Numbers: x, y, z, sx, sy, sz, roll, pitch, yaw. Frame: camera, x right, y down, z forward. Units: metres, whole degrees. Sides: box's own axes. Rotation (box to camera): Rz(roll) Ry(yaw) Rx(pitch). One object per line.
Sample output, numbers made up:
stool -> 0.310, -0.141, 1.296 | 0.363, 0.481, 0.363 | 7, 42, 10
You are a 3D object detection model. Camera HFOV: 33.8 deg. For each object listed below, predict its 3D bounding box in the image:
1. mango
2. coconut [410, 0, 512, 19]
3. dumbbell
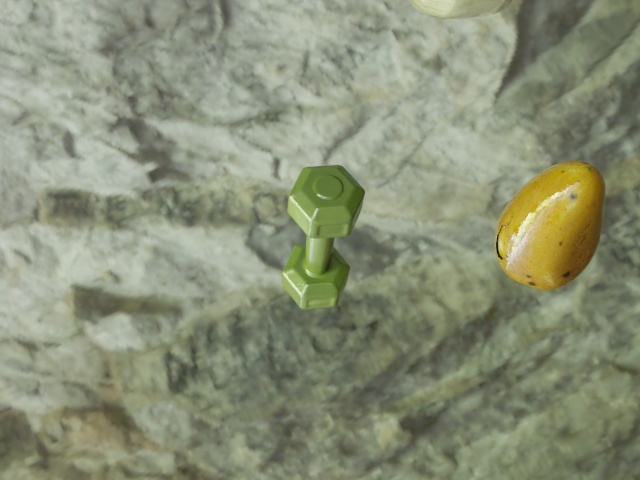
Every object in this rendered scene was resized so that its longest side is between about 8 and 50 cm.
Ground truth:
mango -> 0.403, -0.027, 1.842 | 0.191, 0.160, 0.290 | -17, -35, -22
coconut -> 0.236, -0.462, 1.730 | 0.224, 0.224, 0.224 | -24, -15, -7
dumbbell -> 0.000, 0.000, 1.713 | 0.121, 0.108, 0.302 | -4, -33, -9
